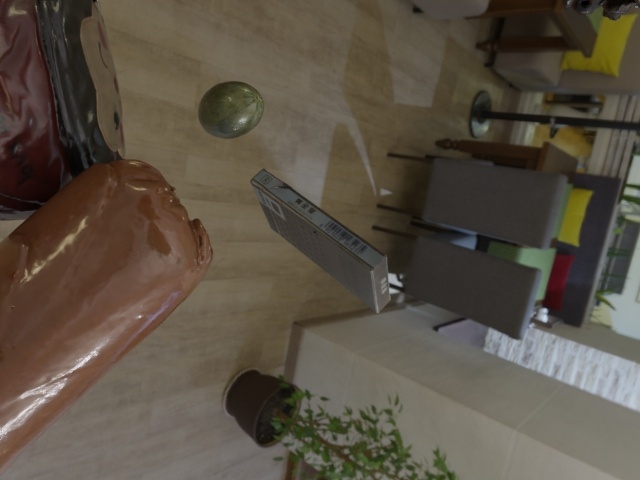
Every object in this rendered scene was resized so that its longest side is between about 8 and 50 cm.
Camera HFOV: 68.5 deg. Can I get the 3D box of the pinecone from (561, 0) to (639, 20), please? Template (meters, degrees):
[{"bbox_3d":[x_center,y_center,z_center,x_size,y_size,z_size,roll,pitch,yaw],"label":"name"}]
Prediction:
[{"bbox_3d":[0.410,-0.413,0.586,0.224,0.224,0.272,-55,168,-21],"label":"pinecone"}]

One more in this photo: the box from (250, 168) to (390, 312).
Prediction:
[{"bbox_3d":[-0.001,-0.001,0.933,0.047,0.325,0.180,-43,150,-16],"label":"box"}]

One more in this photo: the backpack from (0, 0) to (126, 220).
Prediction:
[{"bbox_3d":[-0.244,-0.117,0.363,0.229,0.139,0.229,-3,90,-89],"label":"backpack"}]

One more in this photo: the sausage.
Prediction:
[{"bbox_3d":[-0.214,0.070,0.341,0.304,0.121,0.121,-44,136,-7],"label":"sausage"}]

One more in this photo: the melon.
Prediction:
[{"bbox_3d":[-0.158,-0.231,0.833,0.098,0.131,0.098,23,63,-55],"label":"melon"}]
